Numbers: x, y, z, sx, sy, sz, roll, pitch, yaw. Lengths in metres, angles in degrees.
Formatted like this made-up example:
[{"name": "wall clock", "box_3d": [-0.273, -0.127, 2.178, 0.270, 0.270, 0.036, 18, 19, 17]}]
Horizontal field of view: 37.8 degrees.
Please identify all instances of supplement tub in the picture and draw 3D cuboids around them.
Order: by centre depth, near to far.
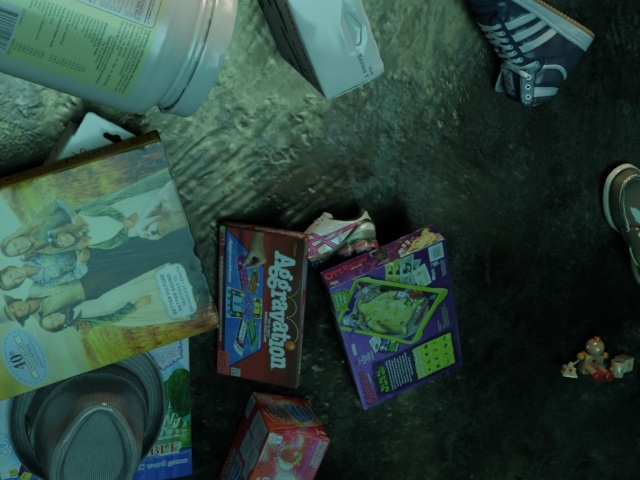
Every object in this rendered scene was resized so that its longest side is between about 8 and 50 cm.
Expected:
[{"name": "supplement tub", "box_3d": [-0.292, -0.299, 1.180, 0.324, 0.235, 0.235, 16, 109, -26]}]

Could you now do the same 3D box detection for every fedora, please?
[{"name": "fedora", "box_3d": [-0.354, 0.298, 1.445, 0.243, 0.124, 0.275, 9, 112, -24]}]

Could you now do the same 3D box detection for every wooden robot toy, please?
[{"name": "wooden robot toy", "box_3d": [0.554, 0.230, 1.847, 0.173, 0.076, 0.079, 0, 104, -20]}]

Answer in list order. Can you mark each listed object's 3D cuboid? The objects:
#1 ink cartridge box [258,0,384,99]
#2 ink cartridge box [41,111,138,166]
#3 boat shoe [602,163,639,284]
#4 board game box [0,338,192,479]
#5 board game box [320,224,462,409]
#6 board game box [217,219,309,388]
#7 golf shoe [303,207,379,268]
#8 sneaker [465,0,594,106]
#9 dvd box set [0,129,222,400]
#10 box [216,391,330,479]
[{"name": "ink cartridge box", "box_3d": [-0.012, -0.308, 1.284, 0.092, 0.219, 0.160, -27, 121, -5]}, {"name": "ink cartridge box", "box_3d": [-0.343, -0.092, 1.366, 0.115, 0.067, 0.198, 28, 105, -29]}, {"name": "boat shoe", "box_3d": [0.613, -0.010, 1.730, 0.109, 0.091, 0.305, -33, 122, -1]}, {"name": "board game box", "box_3d": [-0.374, 0.270, 1.536, 0.318, 0.066, 0.318, -7, 117, -17]}, {"name": "board game box", "box_3d": [0.132, 0.141, 1.615, 0.208, 0.056, 0.347, -26, 136, -11]}, {"name": "board game box", "box_3d": [-0.097, 0.109, 1.536, 0.145, 0.027, 0.281, 9, 116, 11]}, {"name": "golf shoe", "box_3d": [0.000, 0.000, 1.544, 0.186, 0.067, 0.086, -12, 79, -2]}, {"name": "sneaker", "box_3d": [0.293, -0.310, 1.463, 0.282, 0.099, 0.153, 19, 106, -30]}, {"name": "dvd box set", "box_3d": [-0.384, 0.049, 1.328, 0.420, 0.062, 0.308, -18, 112, -8]}, {"name": "box", "box_3d": [-0.096, 0.416, 1.673, 0.122, 0.128, 0.257, 14, 110, -25]}]
